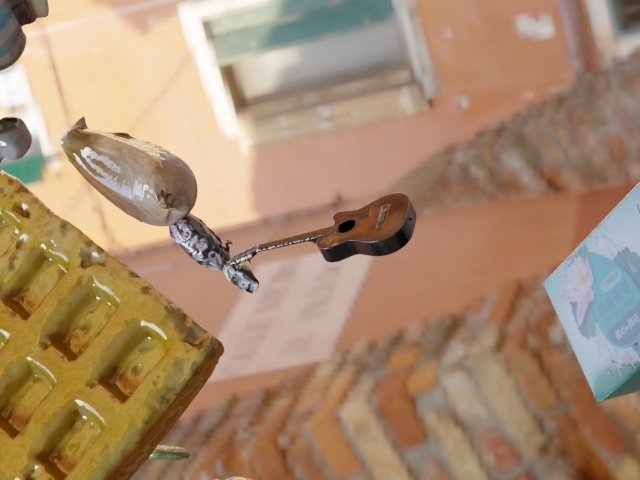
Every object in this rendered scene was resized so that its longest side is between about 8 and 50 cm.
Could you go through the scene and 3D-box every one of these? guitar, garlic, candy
[{"bbox_3d":[0.000,0.000,2.037,0.025,0.233,0.088,61,-153,-31],"label":"guitar"},{"bbox_3d":[-0.203,-0.068,2.025,0.198,0.090,0.128,35,-178,41],"label":"garlic"},{"bbox_3d":[-0.169,-0.007,2.299,0.226,0.051,0.094,39,-176,4],"label":"candy"}]

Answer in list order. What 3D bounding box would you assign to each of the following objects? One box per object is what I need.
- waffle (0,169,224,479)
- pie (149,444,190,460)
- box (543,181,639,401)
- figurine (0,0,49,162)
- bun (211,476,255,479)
[{"bbox_3d":[-0.215,0.096,1.251,0.248,0.221,0.055,36,174,29],"label":"waffle"},{"bbox_3d":[-0.216,0.287,2.408,0.085,0.085,0.017,20,-103,-72],"label":"pie"},{"bbox_3d":[0.348,0.046,1.855,0.153,0.092,0.245,67,150,22],"label":"box"},{"bbox_3d":[-0.482,-0.137,2.163,0.266,0.361,0.378,49,159,42],"label":"figurine"},{"bbox_3d":[-0.142,0.361,2.020,0.231,0.133,0.231,-61,10,18],"label":"bun"}]
